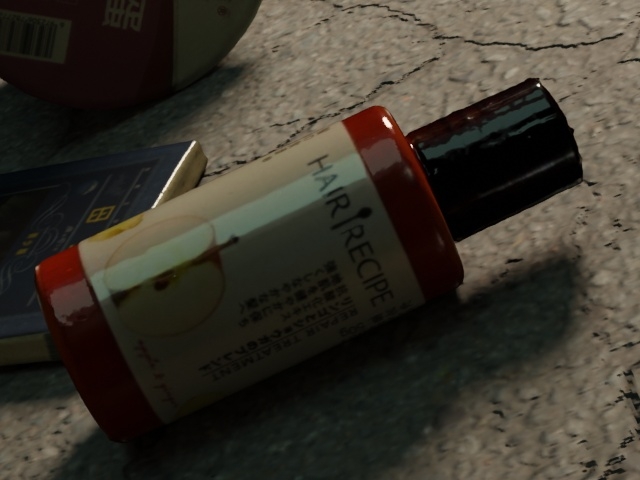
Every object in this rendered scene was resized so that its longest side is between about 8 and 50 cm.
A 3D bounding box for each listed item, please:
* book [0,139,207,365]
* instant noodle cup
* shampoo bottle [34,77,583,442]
[{"bbox_3d":[-0.217,0.017,1.219,0.269,0.025,0.191,-8,34,27],"label":"book"},{"bbox_3d":[-0.164,-0.222,1.369,0.234,0.235,0.178,-30,22,-8],"label":"instant noodle cup"},{"bbox_3d":[0.000,0.000,1.011,0.278,0.104,0.104,-25,31,0],"label":"shampoo bottle"}]
